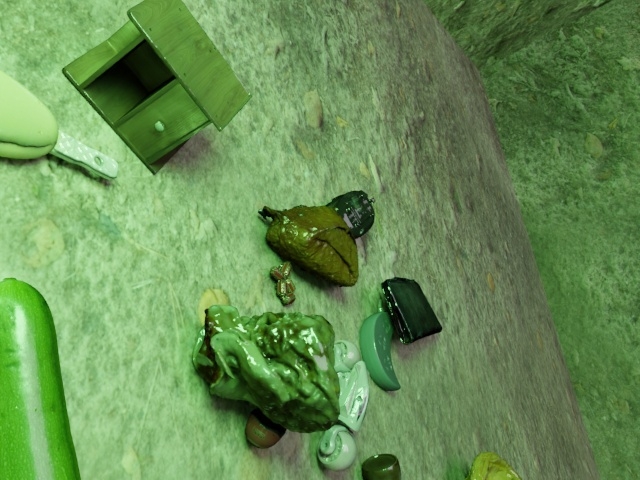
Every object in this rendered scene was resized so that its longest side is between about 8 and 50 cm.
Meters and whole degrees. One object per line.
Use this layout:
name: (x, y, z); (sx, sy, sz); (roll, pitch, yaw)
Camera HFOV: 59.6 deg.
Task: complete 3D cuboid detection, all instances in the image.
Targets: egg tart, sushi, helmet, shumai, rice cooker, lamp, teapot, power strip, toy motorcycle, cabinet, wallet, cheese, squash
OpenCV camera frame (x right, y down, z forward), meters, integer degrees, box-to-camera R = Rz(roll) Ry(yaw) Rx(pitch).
egg tart: (0.420, 0.680, 1.381); (0.294, 0.123, 0.294); (31, 46, -38)
sushi: (0.000, 0.001, 1.184); (0.287, 0.140, 0.149); (32, 80, -44)
helmet: (-0.093, 0.311, 0.912); (0.065, 0.049, 0.084); (33, 0, 16)
shumai: (-0.089, 0.200, 0.874); (0.218, 0.256, 0.189); (8, 73, -16)
rice cooker: (0.063, -0.054, 1.339); (0.112, 0.106, 0.165); (57, 43, -8)
lamp: (-0.071, 0.087, 1.114); (0.063, 0.031, 0.083); (-19, 89, -57)
teapot: (0.125, 0.473, 1.121); (0.121, 0.076, 0.068); (-74, 151, -87)
power strip: (0.148, 0.238, 1.329); (0.137, 0.044, 0.216); (42, 40, -34)
toy motorcycle: (0.048, 0.307, 1.073); (0.112, 0.112, 0.254); (39, 42, -37)
cabinet: (-0.259, -0.254, 0.912); (0.215, 0.174, 0.148); (52, 34, -24)
wallet: (0.234, 0.176, 1.447); (0.318, 0.045, 0.173); (8, 56, -67)
cheese: (-0.388, -0.147, 0.765); (0.251, 0.054, 0.127); (30, 46, -45)
squash: (-0.313, 0.222, 0.594); (0.101, 0.101, 0.379); (0, 71, -56)
